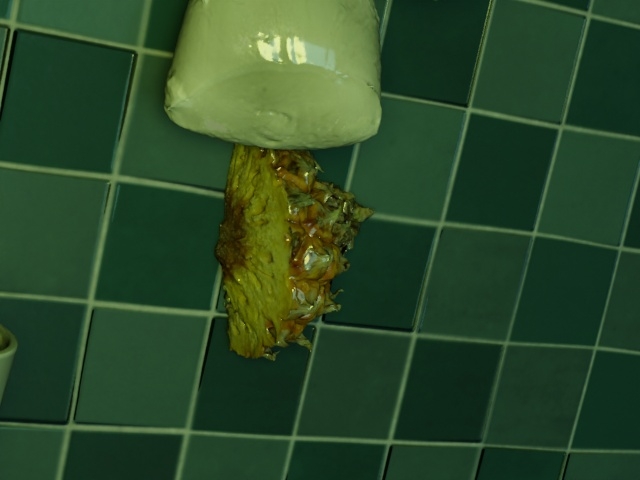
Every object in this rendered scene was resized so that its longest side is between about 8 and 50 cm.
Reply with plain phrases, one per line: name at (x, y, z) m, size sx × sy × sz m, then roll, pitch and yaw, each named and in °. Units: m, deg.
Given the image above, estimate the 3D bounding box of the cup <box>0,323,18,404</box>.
cup at (-0.447, 0.198, 1.211) m, size 0.322 × 0.237 × 0.327 m, roll 17°, pitch 97°, yaw -1°

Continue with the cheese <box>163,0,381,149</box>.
cheese at (-0.037, -0.185, 1.328) m, size 0.198 × 0.154 × 0.189 m, roll 6°, pitch 66°, yaw -5°

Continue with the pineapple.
pineapple at (-0.001, 0.006, 1.428) m, size 0.164 × 0.140 × 0.250 m, roll 5°, pitch 99°, yaw -30°
